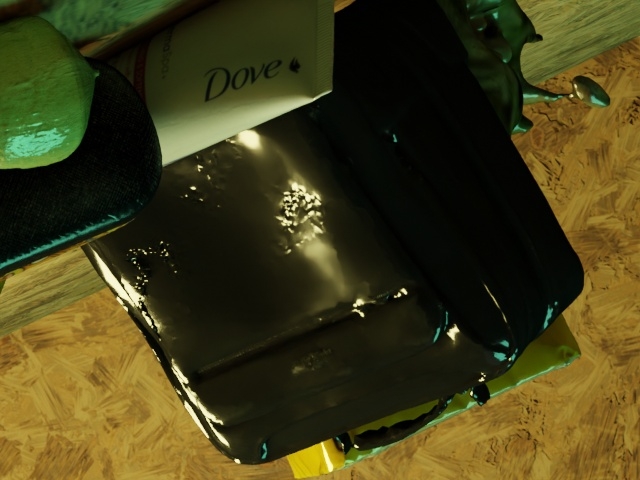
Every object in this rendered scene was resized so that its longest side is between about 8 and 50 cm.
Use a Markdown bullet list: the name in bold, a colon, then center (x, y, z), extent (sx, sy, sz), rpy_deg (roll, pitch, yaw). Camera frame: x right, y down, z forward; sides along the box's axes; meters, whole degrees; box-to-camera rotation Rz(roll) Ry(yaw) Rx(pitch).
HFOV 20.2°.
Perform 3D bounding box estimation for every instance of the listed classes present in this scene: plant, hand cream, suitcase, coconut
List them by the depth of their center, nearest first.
- **coconut**: center (-0.172, -0.086, 1.045), extent (0.096, 0.088, 0.088), rpy_deg (-15, 173, -30)
- **hand cream**: center (-0.086, -0.108, 1.255), extent (0.247, 0.133, 0.083), rpy_deg (-25, 140, 31)
- **suitcase**: center (0.000, 0.000, 1.413), extent (0.345, 0.339, 0.188), rpy_deg (-25, -168, 40)
- **plant**: center (0.043, -0.124, 1.541), extent (0.333, 0.180, 0.251), rpy_deg (-22, 168, 26)

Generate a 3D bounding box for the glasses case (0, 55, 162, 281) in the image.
- **glasses case**: center (-0.257, -0.020, 1.172), extent (0.321, 0.122, 0.082), rpy_deg (-24, 177, -17)

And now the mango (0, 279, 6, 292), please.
- **mango**: center (-0.315, 0.047, 1.311), extent (0.290, 0.160, 0.191), rpy_deg (-47, -165, 36)

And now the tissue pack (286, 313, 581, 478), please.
- **tissue pack**: center (0.040, 0.013, 1.830), extent (0.293, 0.382, 0.228), rpy_deg (-23, 175, -15)
